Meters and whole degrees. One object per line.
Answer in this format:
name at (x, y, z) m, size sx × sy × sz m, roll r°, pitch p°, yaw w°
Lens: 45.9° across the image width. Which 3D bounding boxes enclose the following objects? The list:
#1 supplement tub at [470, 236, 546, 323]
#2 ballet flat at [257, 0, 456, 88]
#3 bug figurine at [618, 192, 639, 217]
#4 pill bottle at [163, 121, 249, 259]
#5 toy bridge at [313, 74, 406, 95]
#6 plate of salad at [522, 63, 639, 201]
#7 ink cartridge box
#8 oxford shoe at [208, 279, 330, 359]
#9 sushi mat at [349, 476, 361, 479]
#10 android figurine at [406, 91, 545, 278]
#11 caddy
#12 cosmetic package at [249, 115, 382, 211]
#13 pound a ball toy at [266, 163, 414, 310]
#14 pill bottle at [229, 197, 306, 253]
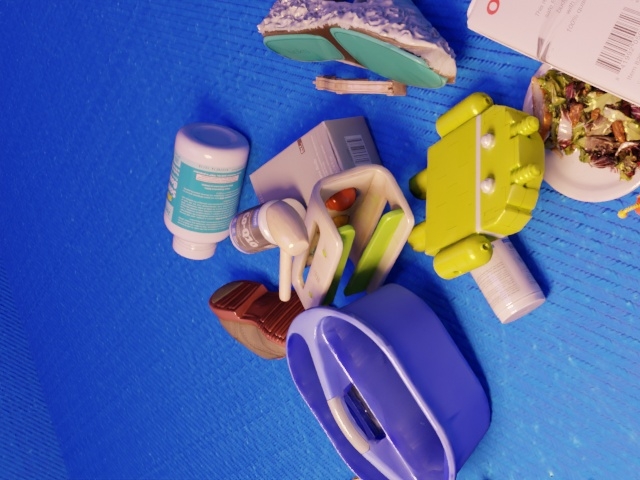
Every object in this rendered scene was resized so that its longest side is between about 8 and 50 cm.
supplement tub at (0.250, 0.051, 1.034) m, size 0.071 × 0.071 × 0.107 m, roll -48°, pitch 61°, yaw 45°
ballet flat at (0.054, -0.334, 1.146) m, size 0.409 × 0.147 × 0.146 m, roll 24°, pitch 117°, yaw 45°
bug figurine at (0.454, -0.020, 0.766) m, size 0.279 × 0.072 × 0.216 m, roll -43°, pitch 66°, yaw 46°
pill bottle at (-0.237, -0.095, 1.537) m, size 0.146 × 0.146 × 0.264 m, roll 41°, pitch 127°, yaw 38°
toy bridge at (0.049, -0.249, 1.215) m, size 0.188 × 0.063 × 0.026 m, roll 17°, pitch 112°, yaw 47°
plate of salad at (0.322, -0.145, 0.916) m, size 0.200 × 0.048 × 0.199 m, roll 14°, pitch 109°, yaw 48°
ink cartridge box at (0.326, -0.268, 0.802) m, size 0.283 × 0.117 × 0.207 m, roll 40°, pitch 116°, yaw 39°
oxford shoe at (-0.068, 0.172, 1.449) m, size 0.348 × 0.123 × 0.130 m, roll 18°, pitch 138°, yaw 46°
sushi mat at (0.137, 0.564, 1.337) m, size 0.151 × 0.019 × 0.316 m, roll -44°, pitch 65°, yaw 47°
android figurine at (0.202, -0.076, 1.010) m, size 0.273 × 0.056 × 0.248 m, roll 150°, pitch 129°, yaw -62°
caddy at (0.089, 0.234, 1.136) m, size 0.341 × 0.179 × 0.241 m, roll 57°, pitch 140°, yaw 1°
cosmetic package at (-0.008, -0.106, 1.290) m, size 0.238 × 0.107 × 0.127 m, roll -30°, pitch 79°, yaw 47°
pound a ball toy at (0.000, 0.000, 1.141) m, size 0.319 × 0.208 × 0.135 m, roll 106°, pitch 142°, yaw -60°
pill bottle at (-0.087, -0.025, 1.271) m, size 0.137 × 0.078 × 0.078 m, roll -17°, pitch 86°, yaw 51°
